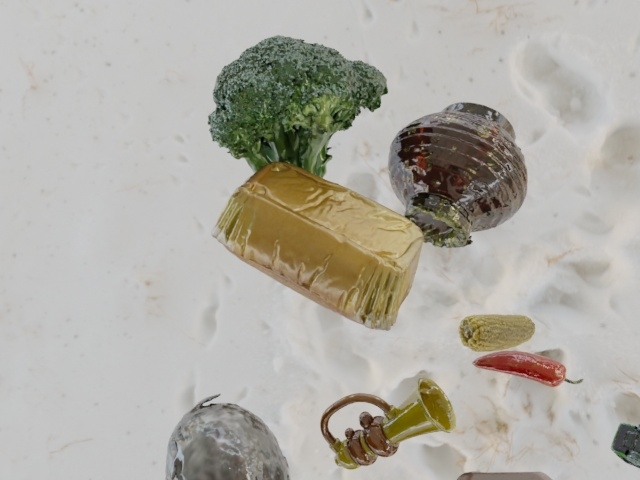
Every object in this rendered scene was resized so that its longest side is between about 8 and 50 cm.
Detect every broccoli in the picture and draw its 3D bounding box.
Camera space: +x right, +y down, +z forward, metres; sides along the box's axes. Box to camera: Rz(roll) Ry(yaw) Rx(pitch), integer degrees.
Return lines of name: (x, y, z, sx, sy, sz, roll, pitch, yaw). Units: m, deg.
broccoli: (-0.040, -0.193, 0.959, 0.265, 0.295, 0.245, 21, 134, 46)

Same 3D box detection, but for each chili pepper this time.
chili pepper: (0.497, 0.303, 1.457, 0.272, 0.063, 0.071, 13, 56, -1)

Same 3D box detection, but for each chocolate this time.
chocolate: (-0.059, 0.233, 0.447, 0.110, 0.110, 0.248, -30, 45, 15)

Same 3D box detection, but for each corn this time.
corn: (0.475, 0.249, 1.654, 0.101, 0.310, 0.101, -9, 78, 47)

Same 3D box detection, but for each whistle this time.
whistle: (0.046, 0.149, 0.485, 0.109, 0.057, 0.046, -33, 41, 22)

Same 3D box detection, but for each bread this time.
bread: (0.000, 0.000, 0.857, 0.288, 0.152, 0.119, 27, 128, 12)

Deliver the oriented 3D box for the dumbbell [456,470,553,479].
dumbbell: (0.106, 0.236, 0.339, 0.082, 0.092, 0.230, 9, 115, 34)

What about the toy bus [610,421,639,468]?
toy bus: (0.273, 0.169, 0.472, 0.083, 0.037, 0.031, 10, 62, 49)

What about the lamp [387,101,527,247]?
lamp: (0.222, -0.104, 1.020, 0.247, 0.247, 0.246, -4, 80, 22)
